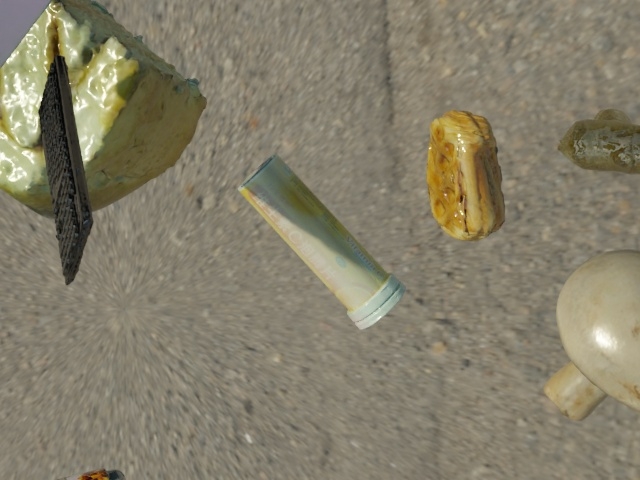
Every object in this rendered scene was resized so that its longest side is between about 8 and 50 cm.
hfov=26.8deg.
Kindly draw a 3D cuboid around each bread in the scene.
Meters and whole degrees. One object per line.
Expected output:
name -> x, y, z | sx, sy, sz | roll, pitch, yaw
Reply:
bread -> 0.118, -0.054, 1.112 | 0.044, 0.083, 0.110 | -13, 104, -19
bread -> -0.370, -0.201, 1.662 | 0.395, 0.239, 0.264 | 37, 101, 12

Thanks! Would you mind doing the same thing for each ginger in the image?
ginger -> 0.425, -0.099, 1.655 | 0.118, 0.299, 0.065 | -33, 127, -25

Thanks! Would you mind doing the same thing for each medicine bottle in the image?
medicine bottle -> 0.000, 0.000, 1.538 | 0.074, 0.074, 0.218 | -44, 98, -8

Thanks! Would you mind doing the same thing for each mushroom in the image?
mushroom -> 0.341, 0.124, 1.510 | 0.207, 0.207, 0.215 | 37, 122, -5

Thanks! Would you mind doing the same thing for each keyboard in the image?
keyboard -> -0.239, -0.074, 1.249 | 0.017, 0.250, 0.087 | 6, 131, -23

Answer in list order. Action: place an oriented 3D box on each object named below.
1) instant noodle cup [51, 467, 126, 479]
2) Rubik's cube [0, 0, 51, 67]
instant noodle cup -> -0.215, 0.277, 1.184 | 0.125, 0.177, 0.208 | -18, 104, -12
Rubik's cube -> -0.446, -0.216, 0.999 | 0.316, 0.319, 0.322 | -49, 62, 20
